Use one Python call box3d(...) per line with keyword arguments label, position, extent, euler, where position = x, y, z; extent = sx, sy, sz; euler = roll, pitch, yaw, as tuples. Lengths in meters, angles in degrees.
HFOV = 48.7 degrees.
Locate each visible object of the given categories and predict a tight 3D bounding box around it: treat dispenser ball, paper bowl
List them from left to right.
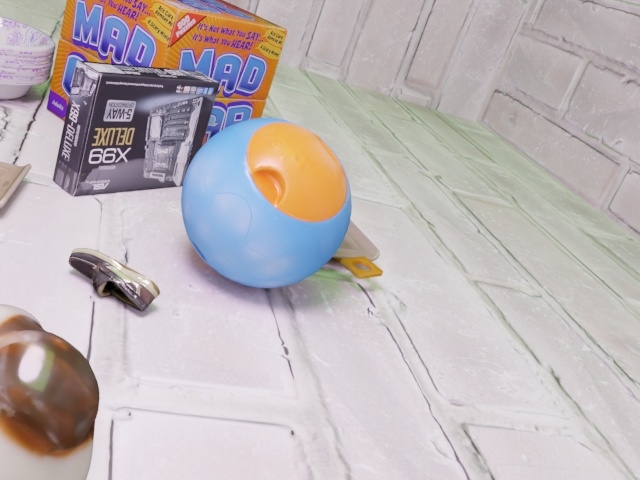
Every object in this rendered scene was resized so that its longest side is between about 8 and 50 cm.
box3d(label="paper bowl", position=(-0.779, -0.429, 1.651), extent=(0.284, 0.148, 0.284), euler=(18, 22, -8))
box3d(label="treat dispenser ball", position=(-0.091, -0.063, 1.202), extent=(0.288, 0.288, 0.288), euler=(17, 22, -7))

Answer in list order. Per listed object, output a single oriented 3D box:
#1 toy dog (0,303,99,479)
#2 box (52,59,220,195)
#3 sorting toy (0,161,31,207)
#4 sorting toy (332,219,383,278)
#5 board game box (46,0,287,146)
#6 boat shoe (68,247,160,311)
box3d(label="toy dog", position=(-0.374, 0.132, 0.526), extent=(0.408, 0.284, 0.395), euler=(7, 26, -34))
box3d(label="box", position=(-0.360, -0.221, 1.403), extent=(0.077, 0.242, 0.307), euler=(32, 24, 27))
box3d(label="sorting toy", position=(-0.617, -0.105, 1.192), extent=(0.208, 0.038, 0.193), euler=(10, 24, -12))
box3d(label="sorting toy", position=(0.000, 0.000, 1.463), extent=(0.196, 0.047, 0.347), euler=(3, 27, -28))
box3d(label="board game box", position=(-0.365, -0.405, 1.677), extent=(0.356, 0.356, 0.357), euler=(32, 25, 28))
box3d(label="boat shoe", position=(-0.313, 0.058, 1.043), extent=(0.152, 0.056, 0.049), euler=(21, 54, 14))
